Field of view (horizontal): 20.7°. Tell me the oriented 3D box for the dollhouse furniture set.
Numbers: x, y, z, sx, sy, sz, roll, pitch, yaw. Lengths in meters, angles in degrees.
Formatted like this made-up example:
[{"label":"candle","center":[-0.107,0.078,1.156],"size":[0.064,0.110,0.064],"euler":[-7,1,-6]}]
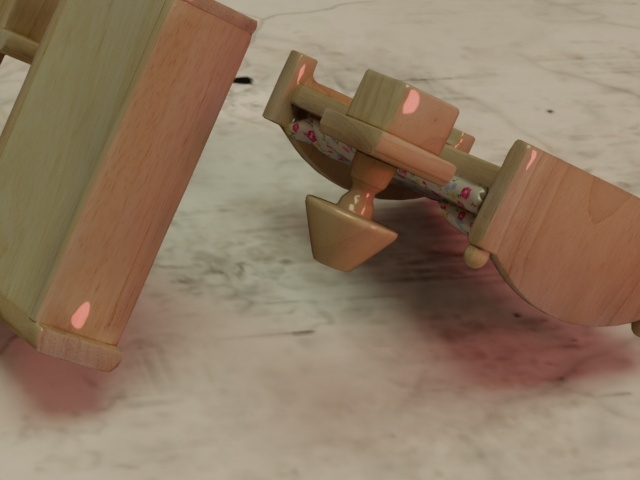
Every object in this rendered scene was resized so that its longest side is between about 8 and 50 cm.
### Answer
[{"label":"dollhouse furniture set","center":[0.000,0.000,0.913],"size":[0.355,0.174,0.303],"euler":[22,4,-38]}]
